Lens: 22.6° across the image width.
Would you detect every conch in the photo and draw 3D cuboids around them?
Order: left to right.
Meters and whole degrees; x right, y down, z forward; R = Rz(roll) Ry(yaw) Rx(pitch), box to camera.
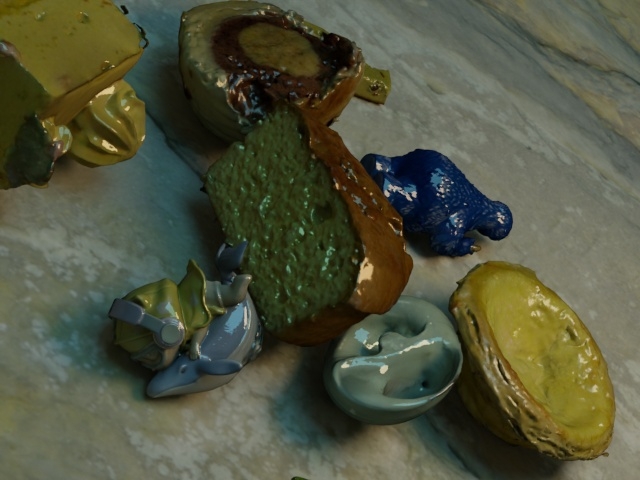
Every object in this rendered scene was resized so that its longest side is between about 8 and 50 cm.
[{"bbox_3d":[0.094,0.160,1.999,0.221,0.184,0.121,-51,128,-47],"label":"conch"}]

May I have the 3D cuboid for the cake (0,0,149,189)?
[{"bbox_3d":[-0.352,-0.195,1.917,0.286,0.222,0.227,46,40,5],"label":"cake"}]

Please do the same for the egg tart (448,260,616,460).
[{"bbox_3d":[0.267,0.172,2.145,0.315,0.120,0.315,33,37,-29],"label":"egg tart"}]

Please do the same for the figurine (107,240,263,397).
[{"bbox_3d":[-0.151,0.090,1.876,0.183,0.128,0.209,27,78,-17],"label":"figurine"}]

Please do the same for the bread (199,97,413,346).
[{"bbox_3d":[0.000,0.000,2.018,0.179,0.194,0.340,34,23,-48],"label":"bread"}]

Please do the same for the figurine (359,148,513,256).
[{"bbox_3d":[0.177,-0.060,2.305,0.262,0.121,0.164,8,45,-37],"label":"figurine"}]

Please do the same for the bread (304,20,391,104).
[{"bbox_3d":[0.006,-0.279,2.427,0.226,0.049,0.088,17,44,-28],"label":"bread"}]

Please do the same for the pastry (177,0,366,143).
[{"bbox_3d":[-0.087,-0.214,2.209,0.236,0.170,0.256,34,44,26],"label":"pastry"}]

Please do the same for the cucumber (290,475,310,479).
[{"bbox_3d":[0.034,0.321,1.895,0.168,0.039,0.039,27,41,-14],"label":"cucumber"}]
